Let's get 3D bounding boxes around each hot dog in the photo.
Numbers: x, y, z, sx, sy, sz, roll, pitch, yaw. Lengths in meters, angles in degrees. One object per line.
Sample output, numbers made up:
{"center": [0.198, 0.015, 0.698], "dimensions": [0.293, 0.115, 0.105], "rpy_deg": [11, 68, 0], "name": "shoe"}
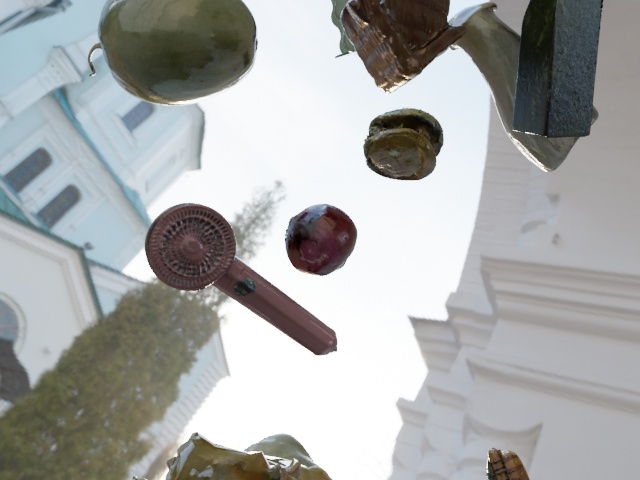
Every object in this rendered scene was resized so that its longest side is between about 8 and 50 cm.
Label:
{"center": [0.201, 0.275, 0.660], "dimensions": [0.049, 0.037, 0.122], "rpy_deg": [-34, -114, 40], "name": "hot dog"}

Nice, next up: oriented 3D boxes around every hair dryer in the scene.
{"center": [-0.117, 0.076, 1.003], "dimensions": [0.352, 0.125, 0.210], "rpy_deg": [39, -8, -12], "name": "hair dryer"}

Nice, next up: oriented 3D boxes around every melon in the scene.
{"center": [-0.276, -0.386, 1.229], "dimensions": [0.272, 0.308, 0.271], "rpy_deg": [37, -47, 52], "name": "melon"}

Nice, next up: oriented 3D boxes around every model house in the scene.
{"center": [0.112, -0.342, 0.993], "dimensions": [0.220, 0.229, 0.199], "rpy_deg": [9, -5, -27], "name": "model house"}

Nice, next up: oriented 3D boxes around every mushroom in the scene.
{"center": [0.343, -0.281, 1.122], "dimensions": [0.328, 0.159, 0.122], "rpy_deg": [52, -48, 6], "name": "mushroom"}

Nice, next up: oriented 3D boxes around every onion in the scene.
{"center": [0.000, 0.000, 1.066], "dimensions": [0.131, 0.131, 0.131], "rpy_deg": [23, -36, 18], "name": "onion"}

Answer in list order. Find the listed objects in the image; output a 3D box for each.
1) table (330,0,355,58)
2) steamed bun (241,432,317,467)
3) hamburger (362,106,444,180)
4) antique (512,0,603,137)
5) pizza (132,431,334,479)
{"center": [0.088, -0.568, 1.570], "dimensions": [0.167, 0.167, 0.198], "rpy_deg": [-5, -74, 44], "name": "table"}
{"center": [-0.098, 0.519, 1.112], "dimensions": [0.290, 0.272, 0.273], "rpy_deg": [35, -46, 37], "name": "steamed bun"}
{"center": [0.181, -0.217, 1.443], "dimensions": [0.177, 0.113, 0.185], "rpy_deg": [21, -27, -23], "name": "hamburger"}
{"center": [0.336, -0.260, 0.903], "dimensions": [0.080, 0.082, 0.220], "rpy_deg": [-140, -132, -66], "name": "antique"}
{"center": [-0.010, 0.269, 0.397], "dimensions": [0.130, 0.440, 0.405], "rpy_deg": [-147, -134, -63], "name": "pizza"}
